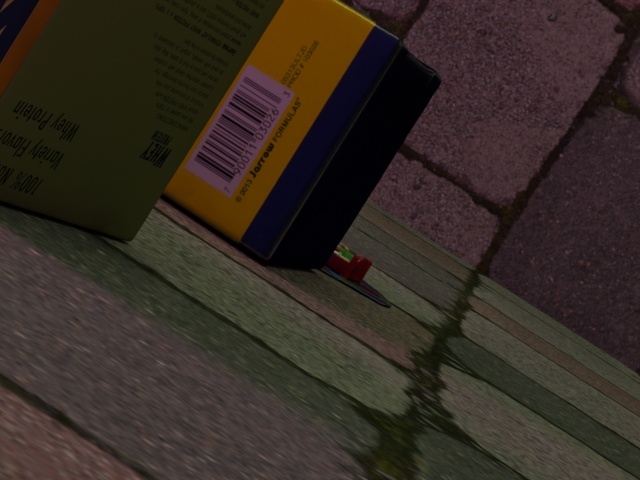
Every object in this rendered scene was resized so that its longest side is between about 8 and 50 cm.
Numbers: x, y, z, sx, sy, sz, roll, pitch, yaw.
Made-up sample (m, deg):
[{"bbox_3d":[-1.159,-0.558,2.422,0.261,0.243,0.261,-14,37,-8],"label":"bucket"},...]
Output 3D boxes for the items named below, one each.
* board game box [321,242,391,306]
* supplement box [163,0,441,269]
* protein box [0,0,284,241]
[{"bbox_3d":[0.000,0.000,1.604,0.169,0.033,0.133,30,5,-27],"label":"board game box"},{"bbox_3d":[-0.113,-0.153,1.441,0.357,0.195,0.194,33,4,12],"label":"supplement box"},{"bbox_3d":[-0.139,-0.130,0.969,0.136,0.201,0.200,34,5,22],"label":"protein box"}]
